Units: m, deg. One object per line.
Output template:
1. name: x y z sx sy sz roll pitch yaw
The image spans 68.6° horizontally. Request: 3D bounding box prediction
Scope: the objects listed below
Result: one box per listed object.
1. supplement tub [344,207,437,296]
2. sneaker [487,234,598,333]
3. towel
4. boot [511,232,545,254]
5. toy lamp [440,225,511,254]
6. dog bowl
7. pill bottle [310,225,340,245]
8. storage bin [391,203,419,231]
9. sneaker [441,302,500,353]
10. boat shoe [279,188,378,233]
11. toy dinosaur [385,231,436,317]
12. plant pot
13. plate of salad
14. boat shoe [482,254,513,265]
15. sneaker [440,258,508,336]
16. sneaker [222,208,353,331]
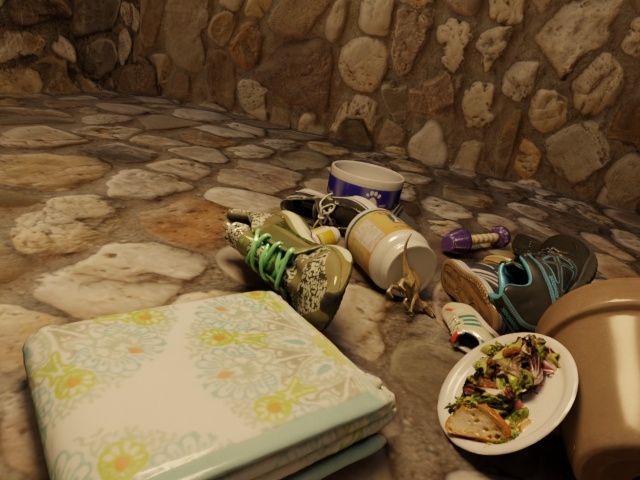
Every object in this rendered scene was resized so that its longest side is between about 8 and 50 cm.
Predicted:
1. supplement tub: 0.154 0.024 1.048 0.144 0.144 0.199 2 23 -24
2. sneaker: 0.422 0.061 0.887 0.139 0.125 0.341 46 42 2
3. towel: -0.133 0.184 0.584 0.374 0.090 0.320 -6 24 -37
4. boot: 0.685 0.052 1.353 0.161 0.083 0.246 12 22 -16
5. toy lamp: 0.452 -0.003 1.365 0.275 0.080 0.080 -8 29 -39
6. dog bowl: 0.159 -0.200 1.671 0.265 0.104 0.265 11 21 -4
7. pill bottle: 0.000 0.000 1.138 0.065 0.065 0.116 23 24 27
8. storage bin: 0.215 -0.030 1.310 0.091 0.098 0.135 43 26 3
9. sneaker: 0.266 0.165 0.872 0.075 0.057 0.161 6 24 -28
10. boat shoe: 0.019 -0.077 1.283 0.306 0.113 0.105 23 30 34
11. toy dinosaur: 0.172 0.084 0.934 0.053 0.183 0.093 -7 19 45
12. plant pot: 0.417 0.217 0.611 0.263 0.263 0.229 18 39 15
13. plate of salad: 0.243 0.195 0.640 0.048 0.200 0.200 50 14 -16
14. boat shoe: 0.479 0.096 1.155 0.190 0.068 0.072 28 38 36
15. sneaker: 0.371 0.117 0.993 0.153 0.099 0.282 7 19 -7
16. sneaker: -0.087 0.034 0.853 0.182 0.158 0.410 18 9 -27
